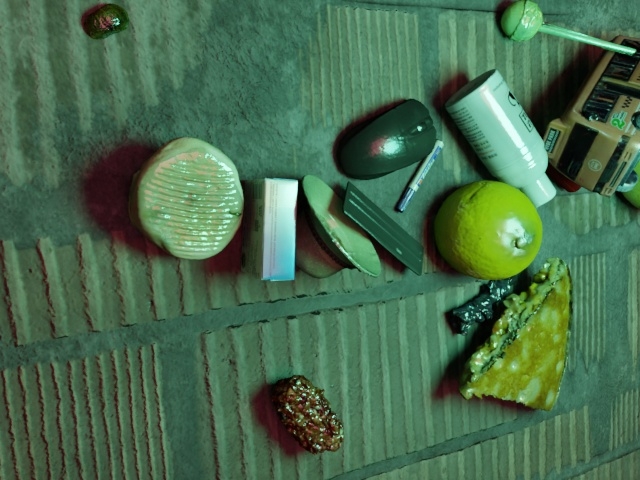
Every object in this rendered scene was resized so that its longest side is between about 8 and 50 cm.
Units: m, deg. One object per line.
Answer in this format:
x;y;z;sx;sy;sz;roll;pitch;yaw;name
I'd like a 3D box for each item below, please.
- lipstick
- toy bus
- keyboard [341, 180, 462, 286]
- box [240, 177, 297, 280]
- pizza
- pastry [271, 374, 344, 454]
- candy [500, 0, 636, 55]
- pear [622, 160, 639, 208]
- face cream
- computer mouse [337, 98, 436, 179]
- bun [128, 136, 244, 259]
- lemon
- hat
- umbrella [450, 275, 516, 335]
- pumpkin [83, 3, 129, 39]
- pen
0.599;-0.226;1.374;0.279;0.073;0.073;31;82;-23;lipstick
0.740;-0.322;1.290;0.427;0.232;0.203;-49;154;-28;toy bus
0.190;0.004;1.203;0.381;0.041;0.104;34;47;-23;keyboard
-0.105;-0.024;1.035;0.073;0.139;0.195;1;94;-24;box
0.490;0.278;1.327;0.405;0.130;0.441;-14;110;-27;pizza
-0.028;0.377;1.126;0.115;0.097;0.209;-37;110;-13;pastry
0.616;-0.514;1.283;0.335;0.092;0.093;17;73;4;candy
1.004;-0.206;1.441;0.308;0.309;0.310;-2;95;-24;pear
0.464;-0.222;1.253;0.145;0.145;0.370;-44;104;-15;face cream
0.166;-0.228;1.171;0.269;0.086;0.138;-28;106;-21;computer mouse
-0.255;-0.080;0.977;0.209;0.116;0.238;-8;112;-26;bun
0.408;-0.021;1.225;0.240;0.219;0.241;-4;100;-23;lemon
0.000;0.000;1.076;0.130;0.257;0.257;-36;111;18;hat
0.431;0.160;1.334;0.224;0.071;0.080;-36;136;-23;umbrella
-0.388;-0.399;0.938;0.083;0.028;0.050;-38;110;-12;pumpkin
0.240;-0.155;1.242;0.025;0.025;0.204;35;80;-23;pen
